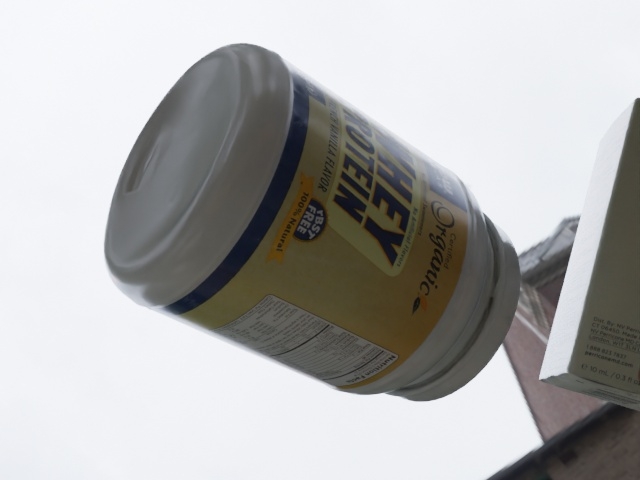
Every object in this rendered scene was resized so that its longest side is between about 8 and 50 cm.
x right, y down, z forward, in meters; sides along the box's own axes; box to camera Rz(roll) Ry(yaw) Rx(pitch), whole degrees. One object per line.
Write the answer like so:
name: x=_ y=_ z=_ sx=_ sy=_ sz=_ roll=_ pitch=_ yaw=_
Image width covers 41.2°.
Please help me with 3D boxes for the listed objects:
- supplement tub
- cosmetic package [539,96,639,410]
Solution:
supplement tub: x=0.000 y=0.000 z=0.743 sx=0.316 sy=0.228 sz=0.228 roll=28 pitch=-76 yaw=-31
cosmetic package: x=0.341 y=0.022 z=0.901 sx=0.129 sy=0.153 sz=0.296 roll=16 pitch=-100 yaw=7
